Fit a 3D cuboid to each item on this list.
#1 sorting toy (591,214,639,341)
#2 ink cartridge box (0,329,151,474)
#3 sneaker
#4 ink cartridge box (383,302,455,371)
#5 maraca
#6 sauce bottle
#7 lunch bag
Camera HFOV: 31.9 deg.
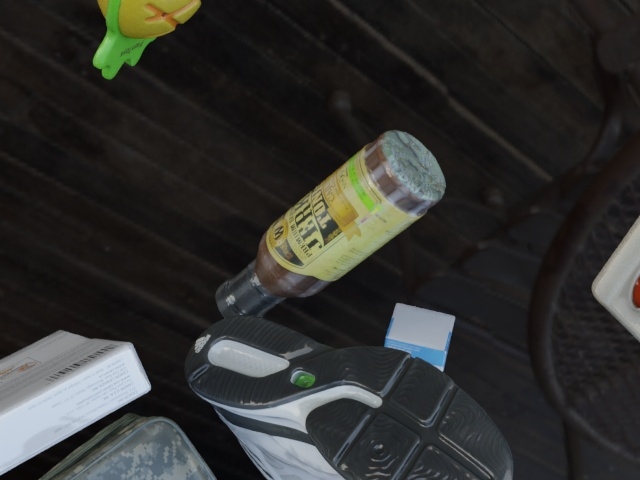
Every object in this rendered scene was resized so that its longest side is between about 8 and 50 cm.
[{"bbox_3d":[0.508,0.003,1.486,0.229,0.041,0.307,37,87,-37],"label":"sorting toy"},{"bbox_3d":[-0.373,0.201,1.275,0.296,0.066,0.261,-28,-168,-27],"label":"ink cartridge box"},{"bbox_3d":[0.054,0.255,1.380,0.447,0.169,0.257,20,151,34],"label":"sneaker"},{"bbox_3d":[0.135,0.181,1.631,0.090,0.092,0.143,13,123,8],"label":"ink cartridge box"},{"bbox_3d":[-0.154,-0.227,1.004,0.099,0.127,0.185,34,125,9],"label":"maraca"},{"bbox_3d":[0.000,0.000,1.398,0.111,0.111,0.344,27,128,-33],"label":"sauce bottle"},{"bbox_3d":[-0.336,0.423,1.766,0.305,0.212,0.256,-36,-175,-21],"label":"lunch bag"}]
